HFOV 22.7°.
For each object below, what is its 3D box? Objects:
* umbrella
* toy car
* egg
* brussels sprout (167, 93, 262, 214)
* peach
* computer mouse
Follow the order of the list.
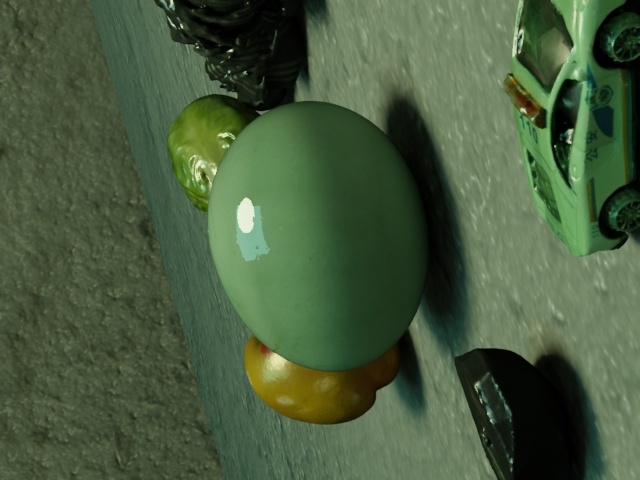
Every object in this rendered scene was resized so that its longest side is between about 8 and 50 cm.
[{"bbox_3d":[-0.068,-0.194,1.417,0.337,0.128,0.154,77,-165,-57],"label":"umbrella"},{"bbox_3d":[0.126,-0.077,0.825,0.093,0.058,0.186,-119,16,-51],"label":"toy car"},{"bbox_3d":[0.000,0.000,1.232,0.168,0.168,0.231,-122,15,-52],"label":"egg"},{"bbox_3d":[-0.087,-0.076,1.606,0.155,0.117,0.155,46,-164,-18],"label":"brussels sprout"},{"bbox_3d":[0.005,0.100,1.430,0.138,0.138,0.138,163,90,-78],"label":"peach"},{"bbox_3d":[0.136,0.127,1.074,0.172,0.057,0.099,70,174,-53],"label":"computer mouse"}]
